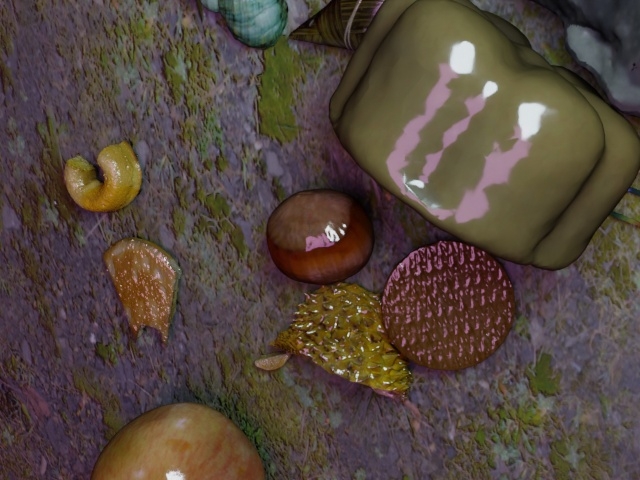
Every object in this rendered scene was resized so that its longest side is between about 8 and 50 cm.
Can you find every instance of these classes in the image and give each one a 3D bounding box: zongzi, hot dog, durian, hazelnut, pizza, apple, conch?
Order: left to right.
[{"bbox_3d":[-0.383,0.116,1.577,0.181,0.034,0.262,-8,103,20],"label":"pizza"},{"bbox_3d":[-0.309,0.547,1.514,0.391,0.346,0.392,3,103,12],"label":"apple"},{"bbox_3d":[-0.152,-0.452,1.294,0.188,0.122,0.176,36,137,9],"label":"conch"},{"bbox_3d":[-0.099,0.263,1.531,0.090,0.030,0.034,-15,102,22],"label":"hot dog"},{"bbox_3d":[0.000,0.000,1.349,0.214,0.176,0.214,13,138,12],"label":"hazelnut"},{"bbox_3d":[0.057,0.186,1.428,0.305,0.185,0.196,23,88,18],"label":"durian"},{"bbox_3d":[0.067,-0.453,1.234,0.240,0.111,0.248,17,105,19],"label":"zongzi"}]

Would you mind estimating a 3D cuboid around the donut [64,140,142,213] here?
[{"bbox_3d":[-0.470,-0.127,1.514,0.181,0.078,0.146,-10,99,22],"label":"donut"}]

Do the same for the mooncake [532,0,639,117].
[{"bbox_3d":[0.481,-0.380,0.987,0.381,0.350,0.212,44,152,18],"label":"mooncake"}]

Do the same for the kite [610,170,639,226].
[{"bbox_3d":[0.460,-0.116,1.250,0.285,0.015,0.152,25,113,14],"label":"kite"}]

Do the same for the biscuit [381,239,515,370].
[{"bbox_3d":[0.243,0.124,1.353,0.261,0.037,0.262,1,103,4],"label":"biscuit"}]

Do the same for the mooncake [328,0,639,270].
[{"bbox_3d":[0.248,-0.177,1.061,0.467,0.467,0.262,37,113,4],"label":"mooncake"}]
